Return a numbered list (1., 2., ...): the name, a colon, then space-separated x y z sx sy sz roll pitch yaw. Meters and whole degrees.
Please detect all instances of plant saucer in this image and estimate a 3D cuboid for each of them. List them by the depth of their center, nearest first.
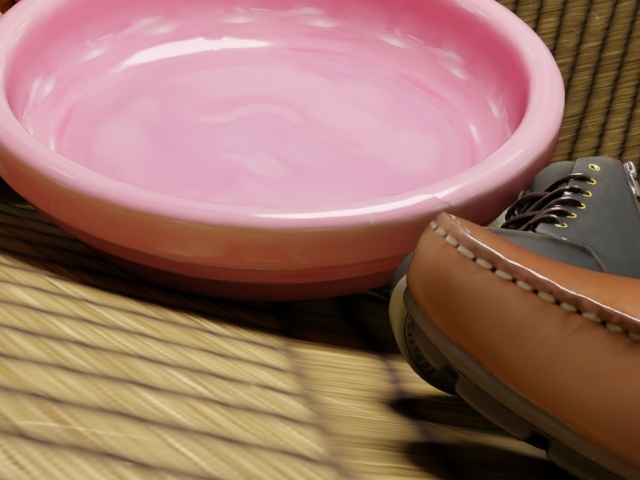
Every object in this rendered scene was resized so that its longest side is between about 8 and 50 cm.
1. plant saucer: -0.030 -0.070 0.827 0.332 0.084 0.332 1 35 -1

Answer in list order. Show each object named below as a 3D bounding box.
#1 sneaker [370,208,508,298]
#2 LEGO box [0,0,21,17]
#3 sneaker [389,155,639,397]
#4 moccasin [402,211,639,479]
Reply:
1. sneaker: 0.000 0.000 0.927 0.240 0.091 0.126 6 -24 6
2. LEGO box: -0.317 -0.221 0.970 0.372 0.193 0.500 26 -2 21
3. sneaker: 0.096 0.008 0.669 0.083 0.118 0.222 -30 -30 29
4. moccasin: 0.216 0.049 0.489 0.380 0.147 0.139 16 7 15
